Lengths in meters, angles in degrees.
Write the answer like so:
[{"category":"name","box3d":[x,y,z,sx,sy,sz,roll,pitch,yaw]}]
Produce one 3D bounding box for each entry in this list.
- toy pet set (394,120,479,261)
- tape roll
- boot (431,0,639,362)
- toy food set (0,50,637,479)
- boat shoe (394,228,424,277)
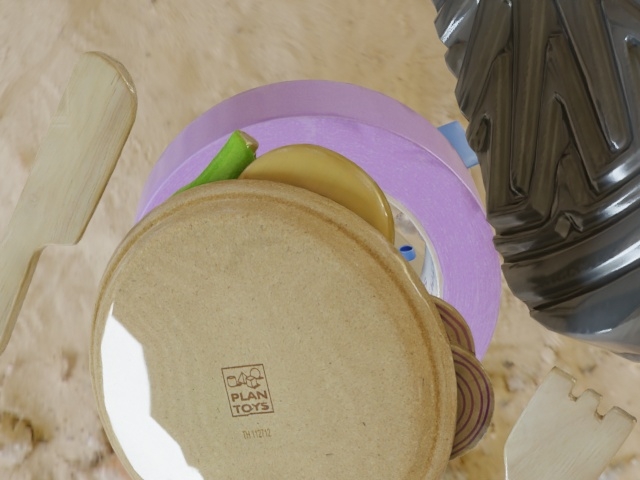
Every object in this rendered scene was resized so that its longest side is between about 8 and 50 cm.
[{"category":"toy pet set","box3d":[0.076,-0.049,1.157,0.114,0.122,0.065,-23,120,-25]},{"category":"tape roll","box3d":[-0.007,0.023,1.059,0.275,0.090,0.274,-1,113,-3]},{"category":"boot","box3d":[0.245,-0.074,0.615,0.445,0.146,0.367,17,58,-34]},{"category":"toy food set","box3d":[-0.012,0.037,0.435,0.192,0.038,0.132,35,114,13]},{"category":"boat shoe","box3d":[0.000,0.000,1.489,0.335,0.112,0.095,39,109,-3]}]
